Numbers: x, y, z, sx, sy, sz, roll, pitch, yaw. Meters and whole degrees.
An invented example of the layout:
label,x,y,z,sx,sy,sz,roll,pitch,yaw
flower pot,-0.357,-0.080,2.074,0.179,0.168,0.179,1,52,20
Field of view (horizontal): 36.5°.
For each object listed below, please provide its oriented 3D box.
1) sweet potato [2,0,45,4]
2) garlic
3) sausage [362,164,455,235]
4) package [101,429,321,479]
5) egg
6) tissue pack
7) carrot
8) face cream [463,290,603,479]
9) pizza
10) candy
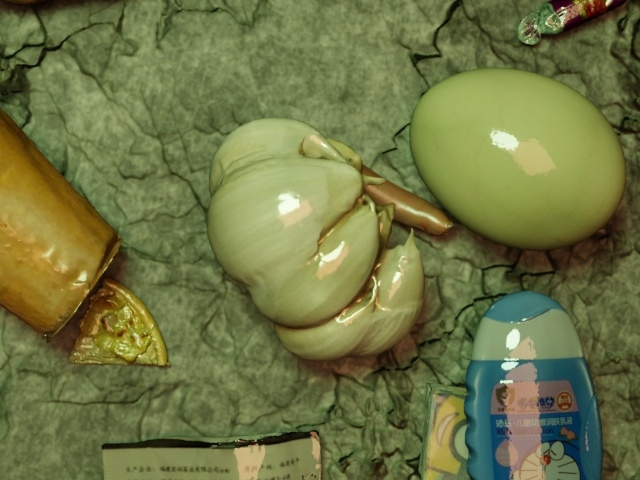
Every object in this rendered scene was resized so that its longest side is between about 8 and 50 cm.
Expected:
label,x,y,z,sx,sy,sz,roll,pitch,yaw
sweet potato,-0.308,-0.307,1.063,0.251,0.097,0.097,4,89,-2
garlic,-0.011,-0.002,1.012,0.203,0.184,0.281,-30,83,32
sausage,0.071,-0.056,1.107,0.176,0.047,0.040,31,50,-1
package,-0.117,0.319,1.087,0.251,0.062,0.204,-4,89,0
egg,0.210,-0.089,1.047,0.241,0.186,0.186,25,88,-1
tissue pack,0.190,0.225,1.106,0.148,0.060,0.109,6,89,-5
carrot,-0.334,-0.037,1.020,0.254,0.196,0.196,37,87,-9
face cream,0.227,0.186,1.039,0.149,0.083,0.264,-1,84,-8
pizza,-0.237,0.113,1.097,0.108,0.026,0.123,-35,92,-1
candy,0.308,-0.277,1.128,0.175,0.043,0.045,-24,93,0
